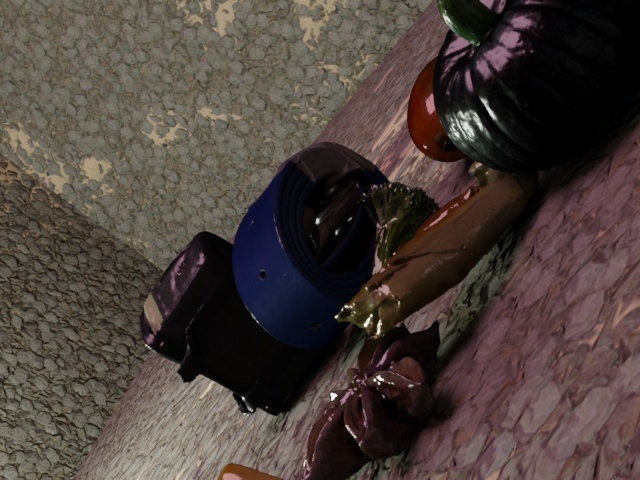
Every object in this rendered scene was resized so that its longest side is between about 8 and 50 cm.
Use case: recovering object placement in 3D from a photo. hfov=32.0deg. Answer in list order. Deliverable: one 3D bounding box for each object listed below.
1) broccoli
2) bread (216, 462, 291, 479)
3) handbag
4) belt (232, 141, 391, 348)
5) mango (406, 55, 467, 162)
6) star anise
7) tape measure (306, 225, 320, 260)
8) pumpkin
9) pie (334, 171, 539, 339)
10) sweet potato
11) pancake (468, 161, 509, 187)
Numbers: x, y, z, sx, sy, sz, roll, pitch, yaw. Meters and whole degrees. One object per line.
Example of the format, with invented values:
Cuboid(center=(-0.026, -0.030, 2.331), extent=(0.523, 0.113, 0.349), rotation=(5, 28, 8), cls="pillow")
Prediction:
Cuboid(center=(0.091, 0.023, 1.412), extent=(0.122, 0.118, 0.204), rotation=(-2, 62, 40), cls="broccoli")
Cuboid(center=(-0.074, 0.303, 1.314), extent=(0.049, 0.103, 0.062), rotation=(-47, -42, -43), cls="bread")
Cuboid(center=(-0.122, 0.120, 1.580), extent=(0.181, 0.254, 0.181), rotation=(-54, 19, 10), cls="handbag")
Cuboid(center=(0.000, 0.000, 1.548), extent=(0.117, 0.212, 0.347), rotation=(-49, 9, 33), cls="belt")
Cuboid(center=(0.199, -0.202, 1.595), extent=(0.289, 0.129, 0.146), rotation=(-44, -31, -63), cls="mango")
Cuboid(center=(0.046, 0.168, 1.094), extent=(0.197, 0.073, 0.212), rotation=(-46, 8, 22), cls="star anise")
Cuboid(center=(-0.060, 0.006, 2.147), extent=(0.202, 0.135, 0.223), rotation=(-46, 7, -23), cls="tape measure")
Cuboid(center=(0.203, -0.201, 1.155), extent=(0.248, 0.248, 0.248), rotation=(-52, 9, 11), cls="pumpkin")
Cuboid(center=(0.134, 0.009, 1.171), extent=(0.282, 0.068, 0.128), rotation=(-40, 1, -36), cls="pie")
Cuboid(center=(0.131, 0.015, 1.335), extent=(0.195, 0.056, 0.056), rotation=(-56, 8, 11), cls="sweet potato")
Cuboid(center=(0.276, -0.204, 1.428), extent=(0.197, 0.054, 0.376), rotation=(-44, 11, 50), cls="pancake")
